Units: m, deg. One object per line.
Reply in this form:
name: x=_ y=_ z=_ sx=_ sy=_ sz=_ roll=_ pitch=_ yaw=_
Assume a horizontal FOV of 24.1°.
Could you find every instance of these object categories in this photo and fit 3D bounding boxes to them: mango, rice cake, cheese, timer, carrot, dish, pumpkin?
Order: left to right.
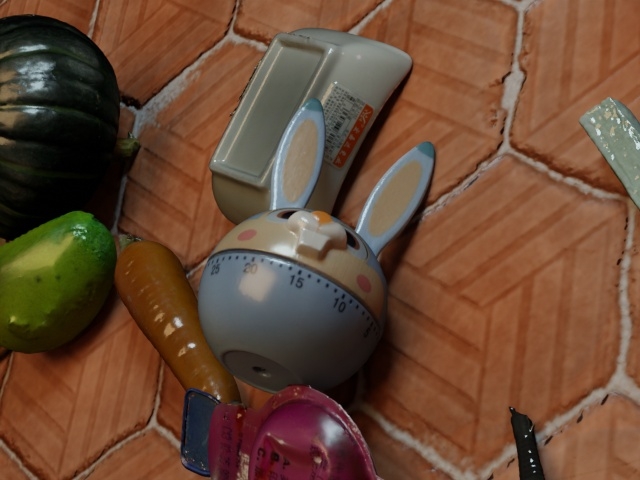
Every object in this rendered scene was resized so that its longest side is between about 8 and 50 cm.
pumpkin: x=-0.298 y=-0.117 z=1.593 sx=0.250 sy=0.216 sz=0.250 roll=-169 pitch=90 yaw=-76
mango: x=-0.279 y=0.045 z=1.531 sx=0.178 sy=0.119 sz=0.100 roll=-43 pitch=33 yaw=21
carrot: x=-0.125 y=0.094 z=1.399 sx=0.069 sy=0.069 sz=0.336 roll=-48 pitch=45 yaw=12
cheese: x=-0.032 y=0.186 z=1.223 sx=0.244 sy=0.062 sz=0.155 roll=15 pitch=104 yaw=44
dish: x=-0.026 y=-0.109 z=1.407 sx=0.151 sy=0.077 sz=0.212 roll=22 pitch=83 yaw=49
timer: x=-0.003 y=0.006 z=1.249 sx=0.175 sy=0.175 sz=0.255 roll=20 pitch=86 yaw=48
rice cake: x=0.261 y=-0.017 z=1.093 sx=0.042 sy=0.045 sz=0.245 roll=-42 pitch=43 yaw=15

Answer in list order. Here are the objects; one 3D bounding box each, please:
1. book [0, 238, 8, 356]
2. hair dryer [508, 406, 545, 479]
book: x=-0.457 y=0.122 z=1.732 sx=0.289 sy=0.026 sz=0.201 roll=-39 pitch=45 yaw=21
hair dryer: x=0.132 y=0.279 z=1.037 sx=0.303 sy=0.120 sz=0.359 roll=-44 pitch=31 yaw=38
